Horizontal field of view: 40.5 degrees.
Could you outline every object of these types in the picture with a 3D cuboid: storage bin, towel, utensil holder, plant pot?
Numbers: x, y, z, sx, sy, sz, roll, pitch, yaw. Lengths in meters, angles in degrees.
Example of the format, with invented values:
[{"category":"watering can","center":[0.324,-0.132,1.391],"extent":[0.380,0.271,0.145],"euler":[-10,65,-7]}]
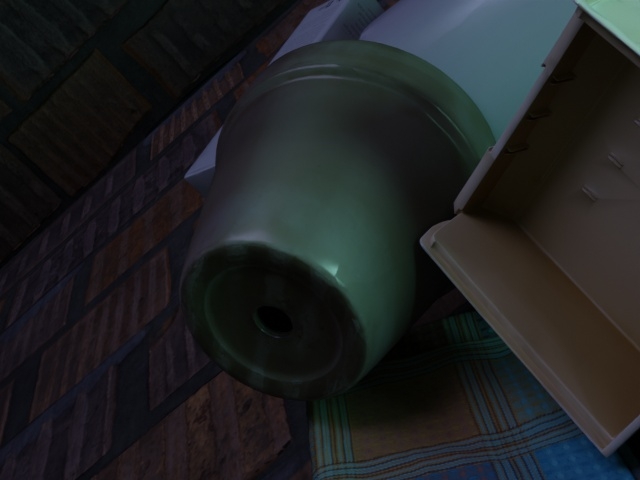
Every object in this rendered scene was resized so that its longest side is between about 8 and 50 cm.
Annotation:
[{"category":"storage bin","center":[0.238,-0.022,0.683],"extent":[0.123,0.260,0.262],"euler":[-18,-32,-39]},{"category":"towel","center":[0.119,0.174,0.795],"extent":[0.271,0.040,0.370],"euler":[-15,24,2]},{"category":"utensil holder","center":[0.282,-0.220,0.990],"extent":[0.385,0.327,0.328],"euler":[-30,28,35]},{"category":"plant pot","center":[0.000,0.000,0.884],"extent":[0.323,0.323,0.280],"euler":[-24,22,37]}]

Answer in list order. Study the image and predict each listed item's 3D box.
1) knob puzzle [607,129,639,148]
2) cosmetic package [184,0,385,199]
[{"category":"knob puzzle","center":[0.332,-0.050,0.778],"extent":[0.030,0.213,0.213],"euler":[-56,25,-3]},{"category":"cosmetic package","center":[-0.006,-0.206,1.515],"extent":[0.161,0.230,0.453],"euler":[-12,39,51]}]
